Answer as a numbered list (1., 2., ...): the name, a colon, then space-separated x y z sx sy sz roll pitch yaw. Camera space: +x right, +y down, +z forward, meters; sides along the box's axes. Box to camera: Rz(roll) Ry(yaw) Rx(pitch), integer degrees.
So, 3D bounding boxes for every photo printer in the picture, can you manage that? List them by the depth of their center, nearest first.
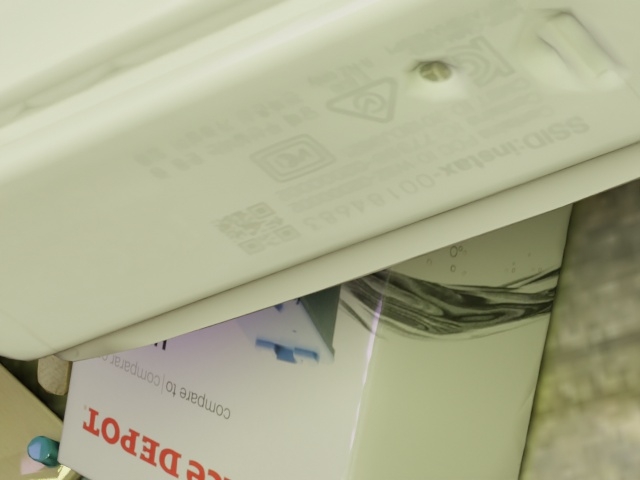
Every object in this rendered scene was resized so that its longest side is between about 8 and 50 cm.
1. photo printer: 0.009 -0.140 0.490 0.256 0.107 0.307 -21 47 29

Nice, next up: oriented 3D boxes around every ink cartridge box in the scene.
1. ink cartridge box: 0.000 0.000 0.593 0.139 0.082 0.191 18 100 44

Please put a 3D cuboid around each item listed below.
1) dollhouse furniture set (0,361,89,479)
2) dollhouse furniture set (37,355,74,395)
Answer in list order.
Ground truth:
1. dollhouse furniture set: -0.181 0.158 0.788 0.286 0.198 0.303 38 85 16
2. dollhouse furniture set: -0.154 -0.098 0.680 0.212 0.161 0.242 13 114 10
